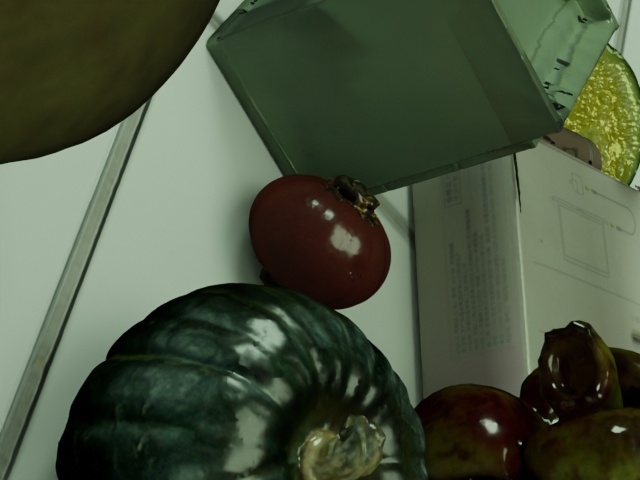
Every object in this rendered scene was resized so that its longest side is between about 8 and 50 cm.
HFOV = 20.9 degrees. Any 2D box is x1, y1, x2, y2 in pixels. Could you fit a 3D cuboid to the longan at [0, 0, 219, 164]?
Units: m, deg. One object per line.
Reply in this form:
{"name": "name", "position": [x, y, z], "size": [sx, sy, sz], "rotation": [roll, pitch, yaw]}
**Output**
{"name": "longan", "position": [-0.170, -0.146, 0.812], "size": [0.243, 0.300, 0.300], "rotation": [42, 40, 0]}

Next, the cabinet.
{"name": "cabinet", "position": [0.068, -0.133, 1.171], "size": [0.150, 0.206, 0.145], "rotation": [59, 38, -20]}

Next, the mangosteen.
{"name": "mangosteen", "position": [0.164, 0.211, 1.074], "size": [0.307, 0.307, 0.346], "rotation": [-14, 114, -55]}

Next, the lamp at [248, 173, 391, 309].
{"name": "lamp", "position": [0.000, 0.000, 1.134], "size": [0.101, 0.090, 0.101], "rotation": [40, 13, -11]}

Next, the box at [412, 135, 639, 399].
{"name": "box", "position": [0.169, 0.059, 1.326], "size": [0.203, 0.106, 0.251], "rotation": [20, 61, -50]}

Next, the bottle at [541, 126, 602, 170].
{"name": "bottle", "position": [0.179, -0.074, 1.433], "size": [0.140, 0.053, 0.053], "rotation": [15, 66, -51]}

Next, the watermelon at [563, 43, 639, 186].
{"name": "watermelon", "position": [0.232, -0.113, 1.538], "size": [0.092, 0.075, 0.181], "rotation": [-23, 97, -10]}

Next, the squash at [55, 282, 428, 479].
{"name": "squash", "position": [-0.041, 0.128, 0.960], "size": [0.218, 0.172, 0.218], "rotation": [-16, 116, -35]}
